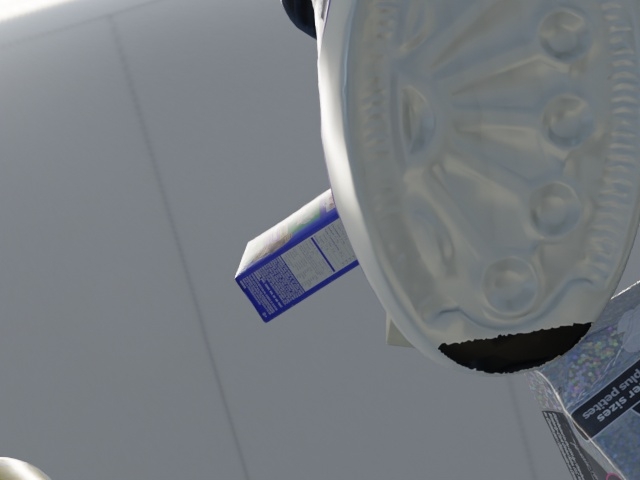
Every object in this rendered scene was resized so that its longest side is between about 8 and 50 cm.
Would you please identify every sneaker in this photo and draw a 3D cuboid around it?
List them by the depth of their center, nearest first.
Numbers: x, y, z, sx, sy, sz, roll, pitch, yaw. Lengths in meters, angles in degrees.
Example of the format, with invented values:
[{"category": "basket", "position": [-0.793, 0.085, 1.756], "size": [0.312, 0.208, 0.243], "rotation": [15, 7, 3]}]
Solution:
[{"category": "sneaker", "position": [0.050, -0.091, 0.743], "size": [0.130, 0.236, 0.323], "rotation": [-8, -99, -5]}]

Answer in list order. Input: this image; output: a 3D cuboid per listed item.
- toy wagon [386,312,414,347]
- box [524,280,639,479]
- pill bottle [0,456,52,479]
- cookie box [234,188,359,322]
[{"category": "toy wagon", "position": [0.080, -0.107, 1.088], "size": [0.068, 0.267, 0.344], "rotation": [7, -74, 0]}, {"category": "box", "position": [0.244, 0.073, 0.740], "size": [0.247, 0.142, 0.163], "rotation": [-32, -54, -5]}, {"category": "pill bottle", "position": [-0.193, 0.206, 1.064], "size": [0.103, 0.184, 0.103], "rotation": [-2, -84, -22]}, {"category": "cookie box", "position": [0.000, 0.000, 1.121], "size": [0.107, 0.092, 0.040], "rotation": [-32, -79, 12]}]
